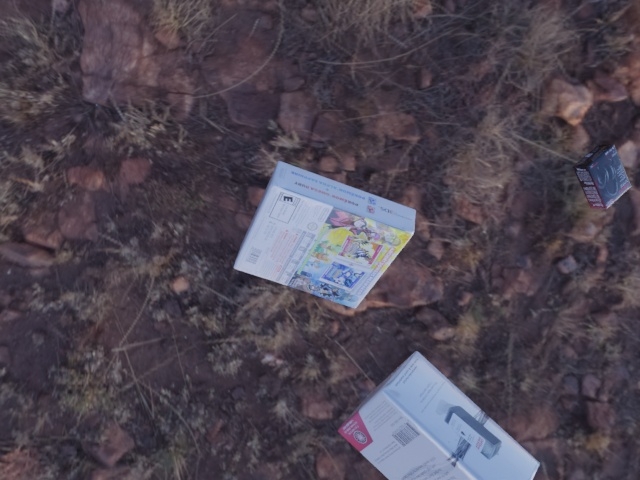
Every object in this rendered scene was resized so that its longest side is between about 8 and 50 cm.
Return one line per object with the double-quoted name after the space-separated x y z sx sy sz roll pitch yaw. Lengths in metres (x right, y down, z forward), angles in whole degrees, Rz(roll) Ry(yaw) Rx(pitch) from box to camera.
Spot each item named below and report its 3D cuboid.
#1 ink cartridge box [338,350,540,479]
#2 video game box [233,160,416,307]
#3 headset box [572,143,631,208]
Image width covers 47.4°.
0.154 0.276 0.974 0.218 0.158 0.092 44 51 8 "ink cartridge box"
0.000 0.000 0.962 0.187 0.205 0.048 21 52 -8 "video game box"
0.415 -0.090 1.069 0.062 0.032 0.083 -37 109 -19 "headset box"
